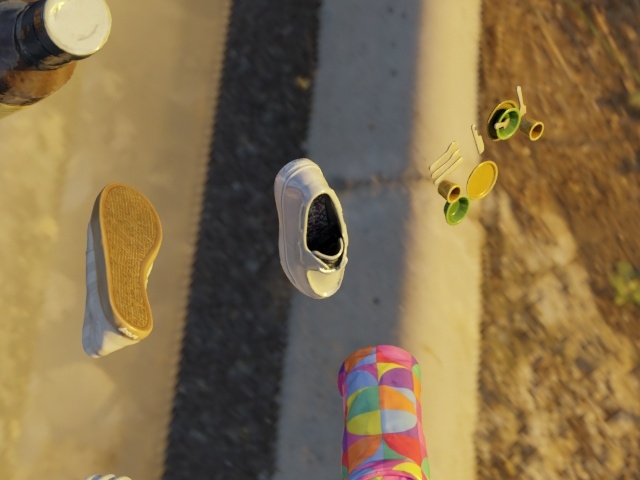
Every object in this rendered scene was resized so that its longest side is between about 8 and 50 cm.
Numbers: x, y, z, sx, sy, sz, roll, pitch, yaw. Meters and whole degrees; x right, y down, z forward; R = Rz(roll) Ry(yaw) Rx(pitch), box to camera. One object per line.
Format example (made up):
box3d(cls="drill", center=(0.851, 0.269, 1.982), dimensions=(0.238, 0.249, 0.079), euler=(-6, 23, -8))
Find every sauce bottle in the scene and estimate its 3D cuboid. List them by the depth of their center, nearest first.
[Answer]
box3d(cls="sauce bottle", center=(-0.306, -0.180, 1.865), dimensions=(0.344, 0.111, 0.111), euler=(-9, 57, 59))

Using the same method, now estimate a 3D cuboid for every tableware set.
box3d(cls="tableware set", center=(0.184, -0.088, 2.064), dimensions=(0.154, 0.104, 0.024), euler=(-42, 50, -19))

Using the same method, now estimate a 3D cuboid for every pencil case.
box3d(cls="pencil case", center=(0.065, 0.214, 2.015), dimensions=(0.104, 0.104, 0.236), euler=(-20, 32, 15))

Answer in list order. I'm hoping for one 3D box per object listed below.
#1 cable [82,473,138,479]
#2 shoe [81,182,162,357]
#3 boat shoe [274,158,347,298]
box3d(cls="cable", center=(-0.159, 0.268, 1.202), dimensions=(0.089, 0.257, 0.257), euler=(21, 37, 8))
box3d(cls="shoe", center=(-0.196, 0.025, 1.787), dimensions=(0.058, 0.076, 0.219), euler=(-45, 28, 28))
box3d(cls="boat shoe", center=(0.000, 0.000, 1.881), dimensions=(0.066, 0.184, 0.063), euler=(-22, 46, -19))
